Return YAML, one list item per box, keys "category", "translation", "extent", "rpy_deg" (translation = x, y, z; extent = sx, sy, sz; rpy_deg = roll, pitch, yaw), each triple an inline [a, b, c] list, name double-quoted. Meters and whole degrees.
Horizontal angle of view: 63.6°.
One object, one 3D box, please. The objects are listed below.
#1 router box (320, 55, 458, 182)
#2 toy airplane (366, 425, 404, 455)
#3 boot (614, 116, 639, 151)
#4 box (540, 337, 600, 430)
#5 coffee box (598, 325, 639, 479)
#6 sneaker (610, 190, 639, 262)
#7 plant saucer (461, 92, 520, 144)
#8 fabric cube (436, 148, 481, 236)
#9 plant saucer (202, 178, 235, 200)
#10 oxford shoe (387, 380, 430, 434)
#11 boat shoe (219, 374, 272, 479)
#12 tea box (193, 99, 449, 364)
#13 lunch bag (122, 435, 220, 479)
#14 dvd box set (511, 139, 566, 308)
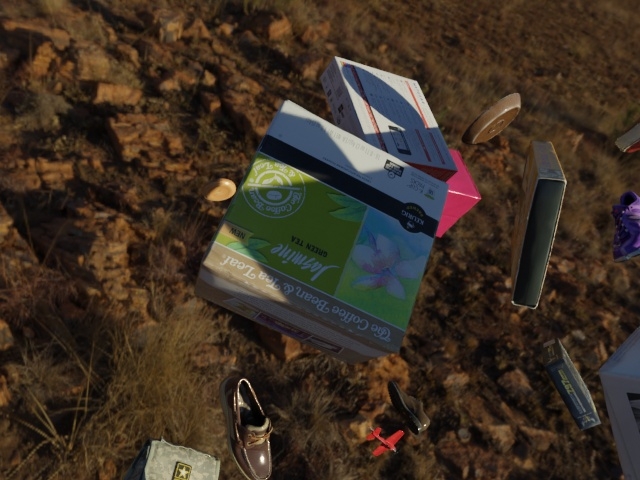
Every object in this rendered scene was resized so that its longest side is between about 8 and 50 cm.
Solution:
- category: "router box"
  translation: [0.180, -0.309, 1.369]
  extent: [0.300, 0.082, 0.336]
  rpy_deg: [4, 57, -33]
- category: "toy airplane"
  translation: [0.233, 0.737, 1.904]
  extent: [0.151, 0.151, 0.028]
  rpy_deg: [24, 17, -1]
- category: "boot"
  translation: [0.619, -0.158, 0.872]
  extent: [0.176, 0.088, 0.244]
  rpy_deg: [43, 4, 9]
- category: "box"
  translation: [0.674, 0.381, 1.404]
  extent: [0.184, 0.059, 0.232]
  rpy_deg: [61, 21, 7]
- category: "coffee box"
  translation: [0.655, 0.275, 0.708]
  extent: [0.337, 0.334, 0.339]
  rpy_deg: [-24, 102, -35]
- category: "sneaker"
  translation: [0.546, -0.026, 0.927]
  extent: [0.071, 0.068, 0.170]
  rpy_deg: [43, 50, -8]
- category: "plant saucer"
  translation: [0.419, -0.285, 1.249]
  extent: [0.168, 0.168, 0.029]
  rpy_deg: [-20, 68, -41]
- category: "fabric cube"
  translation: [0.393, -0.195, 1.960]
  extent: [0.257, 0.259, 0.254]
  rpy_deg: [7, 50, -30]
- category: "plant saucer"
  translation: [-0.253, -0.124, 1.291]
  extent: [0.083, 0.083, 0.013]
  rpy_deg: [-1, 57, -28]
- category: "oxford shoe"
  translation: [0.349, 0.650, 2.049]
  extent: [0.096, 0.083, 0.227]
  rpy_deg: [-21, 60, -27]
- category: "boat shoe"
  translation: [-0.217, 0.589, 1.609]
  extent: [0.123, 0.123, 0.343]
  rpy_deg: [-10, 82, -40]
- category: "tea box"
  translation: [0.000, 0.000, 0.902]
  extent: [0.328, 0.220, 0.324]
  rpy_deg: [25, 67, -8]
- category: "lunch bag"
  translation: [-0.447, 0.733, 1.492]
  extent: [0.235, 0.287, 0.168]
  rpy_deg: [30, -10, -27]
- category: "dvd box set"
  translation: [0.534, -0.061, 1.295]
  extent: [0.062, 0.308, 0.420]
  rpy_deg: [9, 24, 16]
